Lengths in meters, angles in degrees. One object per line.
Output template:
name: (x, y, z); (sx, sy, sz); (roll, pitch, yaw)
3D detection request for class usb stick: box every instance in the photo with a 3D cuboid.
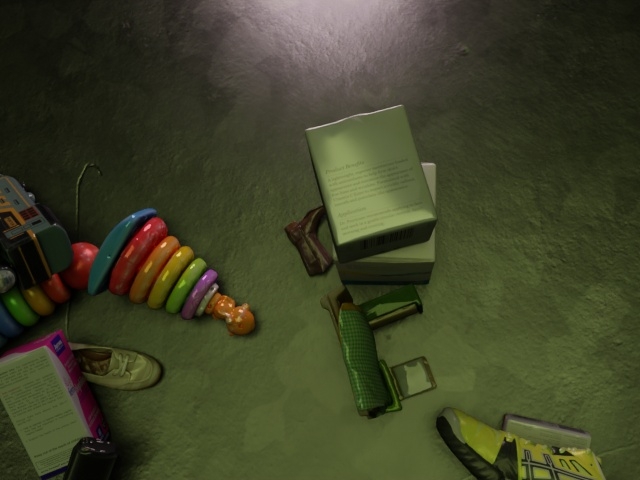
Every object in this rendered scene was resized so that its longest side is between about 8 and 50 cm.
usb stick: (-0.419, 0.457, 1.308); (0.077, 0.045, 0.277); (16, 108, -23)

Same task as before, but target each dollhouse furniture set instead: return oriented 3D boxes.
dollhouse furniture set: (0.116, 0.175, 1.251); (0.151, 0.301, 0.197); (-20, 74, 3)

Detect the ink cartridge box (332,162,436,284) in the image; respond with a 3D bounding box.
ink cartridge box: (0.113, -0.023, 1.332); (0.168, 0.232, 0.171); (1, 78, 6)

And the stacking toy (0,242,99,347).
stacking toy: (-0.555, 0.107, 1.428); (0.330, 0.141, 0.141); (-30, 76, -9)

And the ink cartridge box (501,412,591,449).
ink cartridge box: (0.377, 0.403, 1.321); (0.146, 0.045, 0.179); (12, 97, 7)

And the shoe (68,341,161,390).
shoe: (-0.404, 0.233, 1.410); (0.219, 0.058, 0.076); (7, 78, 7)

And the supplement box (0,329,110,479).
supplement box: (-0.473, 0.286, 1.339); (0.114, 0.111, 0.220); (-23, 101, 0)

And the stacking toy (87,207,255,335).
stacking toy: (-0.250, 0.082, 1.396); (0.302, 0.166, 0.175); (30, 97, 0)

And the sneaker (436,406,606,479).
sneaker: (0.364, 0.380, 1.229); (0.385, 0.145, 0.147); (34, 83, 17)

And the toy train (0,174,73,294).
toy train: (-0.591, -0.018, 1.394); (0.190, 0.142, 0.334); (-27, 40, -26)

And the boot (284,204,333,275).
boot: (0.000, 0.000, 1.437); (0.106, 0.037, 0.114); (-34, 73, 10)

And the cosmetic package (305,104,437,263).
cosmetic package: (0.074, -0.080, 1.149); (0.151, 0.151, 0.183); (-14, 77, 0)
